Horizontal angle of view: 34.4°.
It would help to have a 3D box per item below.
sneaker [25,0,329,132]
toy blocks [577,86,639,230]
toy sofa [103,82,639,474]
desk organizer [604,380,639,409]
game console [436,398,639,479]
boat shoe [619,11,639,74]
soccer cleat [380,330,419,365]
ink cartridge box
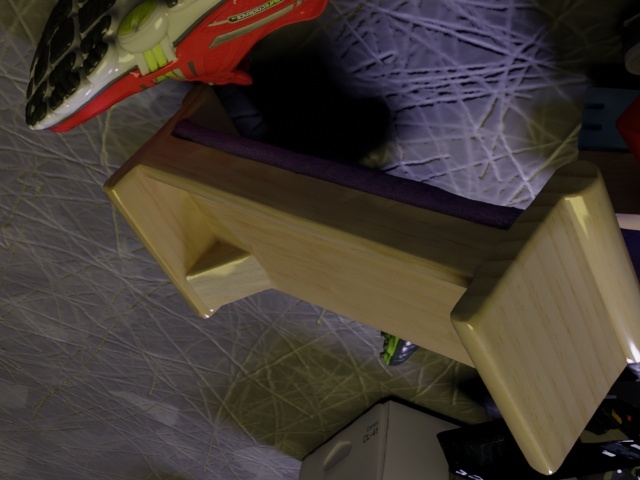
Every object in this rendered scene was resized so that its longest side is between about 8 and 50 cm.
[{"bbox_3d":[-0.105,-0.135,0.725,0.279,0.107,0.118,-21,147,38],"label":"sneaker"},{"bbox_3d":[0.293,-0.033,0.720,0.261,0.190,0.381,6,157,17],"label":"toy blocks"},{"bbox_3d":[0.038,-0.012,0.689,0.363,0.177,0.150,19,150,45],"label":"toy sofa"},{"bbox_3d":[0.269,0.179,1.090,0.130,0.047,0.050,-1,143,12],"label":"desk organizer"},{"bbox_3d":[0.308,0.248,1.123,0.213,0.044,0.361,-21,145,38],"label":"game console"},{"bbox_3d":[0.256,-0.153,0.682,0.046,0.038,0.125,17,147,-42],"label":"boat shoe"},{"bbox_3d":[0.105,0.066,0.969,0.072,0.060,0.179,13,139,-8],"label":"soccer cleat"},{"bbox_3d":[0.149,0.331,1.236,0.306,0.131,0.226,21,140,-18],"label":"ink cartridge box"}]
